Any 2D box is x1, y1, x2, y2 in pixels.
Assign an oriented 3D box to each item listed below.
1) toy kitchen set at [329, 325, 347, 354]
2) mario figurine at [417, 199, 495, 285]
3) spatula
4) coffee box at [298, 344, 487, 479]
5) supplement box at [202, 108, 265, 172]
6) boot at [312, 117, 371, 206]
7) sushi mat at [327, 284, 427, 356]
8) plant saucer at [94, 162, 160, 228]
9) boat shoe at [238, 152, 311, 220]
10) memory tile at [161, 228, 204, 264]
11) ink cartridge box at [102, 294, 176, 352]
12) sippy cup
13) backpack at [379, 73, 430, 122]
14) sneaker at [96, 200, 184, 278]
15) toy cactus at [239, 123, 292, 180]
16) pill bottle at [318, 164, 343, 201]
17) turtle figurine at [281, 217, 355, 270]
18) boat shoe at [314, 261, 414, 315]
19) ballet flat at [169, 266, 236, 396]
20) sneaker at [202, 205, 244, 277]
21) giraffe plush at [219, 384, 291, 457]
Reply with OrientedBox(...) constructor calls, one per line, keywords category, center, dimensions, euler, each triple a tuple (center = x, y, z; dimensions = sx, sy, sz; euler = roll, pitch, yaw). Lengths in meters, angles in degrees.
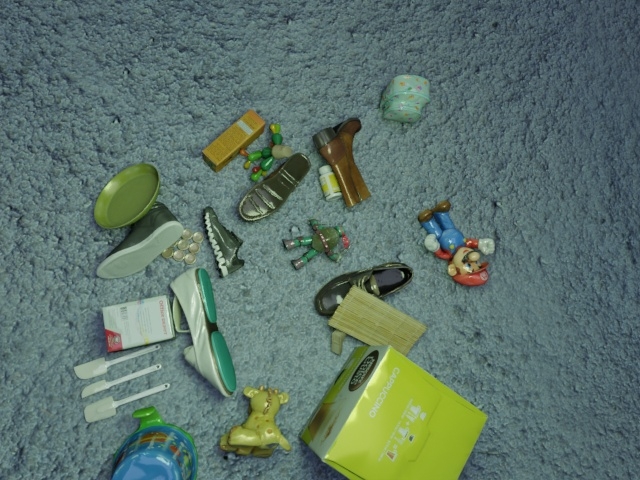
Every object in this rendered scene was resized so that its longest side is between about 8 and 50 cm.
OrientedBox(category="toy kitchen set", center=(0.057, 0.312, 1.475), dimensions=(0.068, 0.075, 0.083), euler=(18, 30, 29))
OrientedBox(category="mario figurine", center=(0.484, 0.009, 1.560), dimensions=(0.198, 0.170, 0.321), euler=(-35, 76, 17))
OrientedBox(category="spatula", center=(-0.576, 0.411, 1.315), dimensions=(0.241, 0.019, 0.168), euler=(-16, 75, -17))
OrientedBox(category="coffee box", center=(0.191, 0.534, 1.286), dimensions=(0.338, 0.334, 0.338), euler=(36, 72, -2))
OrientedBox(category="supplement box", center=(-0.294, -0.338, 1.525), dimensions=(0.080, 0.078, 0.233), euler=(41, 71, 0))
OrientedBox(category="boot", center=(0.118, -0.281, 1.585), dimensions=(0.281, 0.096, 0.264), euler=(61, 37, -7))
OrientedBox(category="sushi mat", center=(0.186, 0.270, 1.439), dimensions=(0.316, 0.019, 0.152), euler=(30, 105, -19))
OrientedBox(category="plant saucer", center=(-0.584, -0.131, 1.376), dimensions=(0.240, 0.037, 0.241), euler=(-12, 57, 18))
OrientedBox(category="boat shoe", center=(-0.154, -0.165, 1.503), dimensions=(0.307, 0.104, 0.111), euler=(-42, 97, -20))
OrientedBox(category="memory tile", center=(-0.459, 0.010, 1.438), dimensions=(0.147, 0.012, 0.113), euler=(18, 74, -9))
OrientedBox(category="ink cartridge box", center=(-0.521, 0.243, 1.307), dimensions=(0.176, 0.127, 0.128), euler=(-9, 78, -14))
OrientedBox(category="sippy cup", center=(-0.447, 0.621, 1.183), dimensions=(0.305, 0.224, 0.240), euler=(45, 72, 0))
OrientedBox(category="backpack", center=(0.314, -0.518, 1.644), dimensions=(0.165, 0.188, 0.145), euler=(10, 75, -11))
OrientedBox(category="sneaker", center=(-0.567, -0.006, 1.382), dimensions=(0.295, 0.105, 0.147), euler=(-35, 57, 1))
OrientedBox(category="toy cactus", center=(-0.168, -0.303, 1.496), dimensions=(0.112, 0.180, 0.219), euler=(45, 66, -38))
OrientedBox(category="pill bottle", center=(0.032, -0.201, 1.570), dimensions=(0.065, 0.065, 0.117), euler=(-15, 81, -15))
OrientedBox(category="turtle figurine", center=(0.000, 0.000, 1.494), dimensions=(0.234, 0.118, 0.175), euler=(-25, 83, -11))
OrientedBox(category="boat shoe", center=(0.148, 0.146, 1.477), dimensions=(0.355, 0.130, 0.133), euler=(-22, 82, -17))
OrientedBox(category="ballet flat", center=(-0.361, 0.280, 1.348), dimensions=(0.139, 0.139, 0.401), euler=(-15, 76, -15))
OrientedBox(category="sneaker", center=(-0.308, -0.003, 1.444), dimensions=(0.106, 0.078, 0.235), euler=(-17, 85, -19))
OrientedBox(category="giraffe plush", center=(-0.178, 0.519, 1.307), dimensions=(0.181, 0.210, 0.171), euler=(34, 42, -34))
